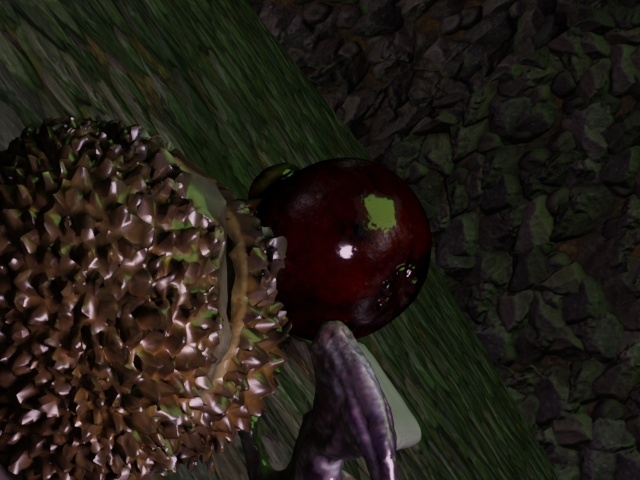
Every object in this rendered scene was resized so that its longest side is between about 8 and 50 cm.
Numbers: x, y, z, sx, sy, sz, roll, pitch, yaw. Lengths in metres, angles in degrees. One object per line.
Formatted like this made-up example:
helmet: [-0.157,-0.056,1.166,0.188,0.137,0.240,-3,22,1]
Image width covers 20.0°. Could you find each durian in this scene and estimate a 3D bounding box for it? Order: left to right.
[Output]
durian: [-0.096,0.043,0.839,0.196,0.167,0.196,35,42,-38]

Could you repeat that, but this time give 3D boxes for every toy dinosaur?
toy dinosaur: [0.007,0.183,0.900,0.162,0.077,0.294,-160,-126,-70]

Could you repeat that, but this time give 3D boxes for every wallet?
wallet: [0.049,0.150,1.771,0.124,0.032,0.183,58,9,10]

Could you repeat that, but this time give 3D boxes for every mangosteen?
mangosteen: [0.000,0.000,1.630,0.200,0.200,0.200,55,7,-10]
